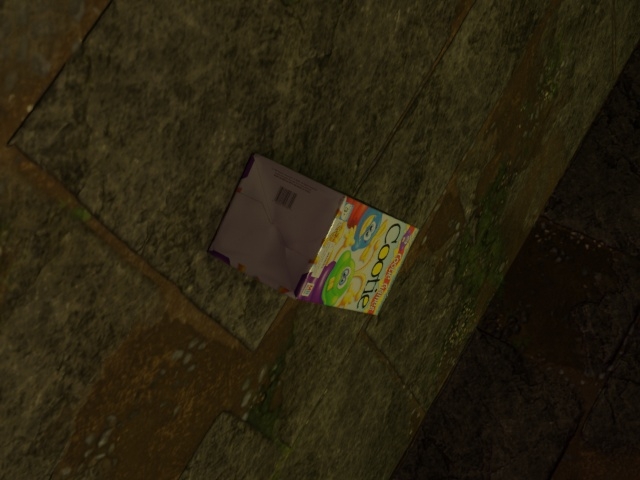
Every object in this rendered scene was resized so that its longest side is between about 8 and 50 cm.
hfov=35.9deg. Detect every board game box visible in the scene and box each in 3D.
[{"bbox_3d":[0.000,0.000,1.317,0.142,0.144,0.275,-65,154,4],"label":"board game box"}]
